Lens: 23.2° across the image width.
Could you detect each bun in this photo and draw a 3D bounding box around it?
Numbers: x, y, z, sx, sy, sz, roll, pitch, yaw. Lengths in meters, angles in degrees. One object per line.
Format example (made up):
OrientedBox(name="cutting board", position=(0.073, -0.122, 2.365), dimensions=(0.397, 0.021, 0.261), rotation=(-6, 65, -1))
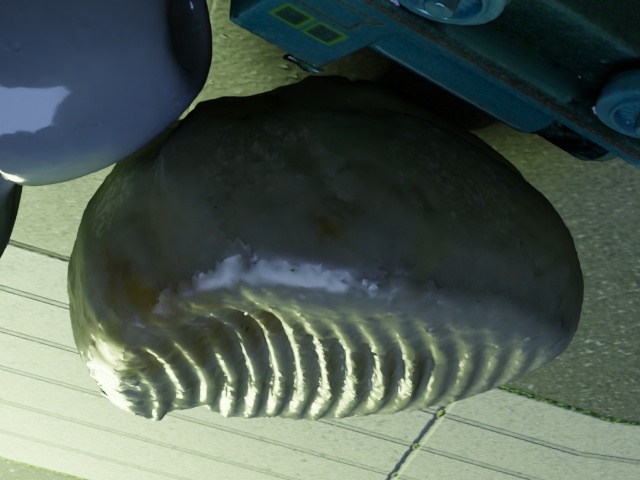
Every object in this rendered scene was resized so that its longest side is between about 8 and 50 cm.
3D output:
OrientedBox(name="bun", position=(0.000, 0.000, 1.095), dimensions=(0.365, 0.219, 0.365), rotation=(-3, 160, -1))

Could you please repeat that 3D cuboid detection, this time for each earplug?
OrientedBox(name="earplug", position=(-0.196, -0.093, 1.013), dimensions=(0.175, 0.214, 0.325), rotation=(22, 144, -23))

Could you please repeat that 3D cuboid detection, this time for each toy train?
OrientedBox(name="toy train", position=(0.109, -0.135, 0.935), dimensions=(0.298, 0.120, 0.194), rotation=(25, 156, -28))
